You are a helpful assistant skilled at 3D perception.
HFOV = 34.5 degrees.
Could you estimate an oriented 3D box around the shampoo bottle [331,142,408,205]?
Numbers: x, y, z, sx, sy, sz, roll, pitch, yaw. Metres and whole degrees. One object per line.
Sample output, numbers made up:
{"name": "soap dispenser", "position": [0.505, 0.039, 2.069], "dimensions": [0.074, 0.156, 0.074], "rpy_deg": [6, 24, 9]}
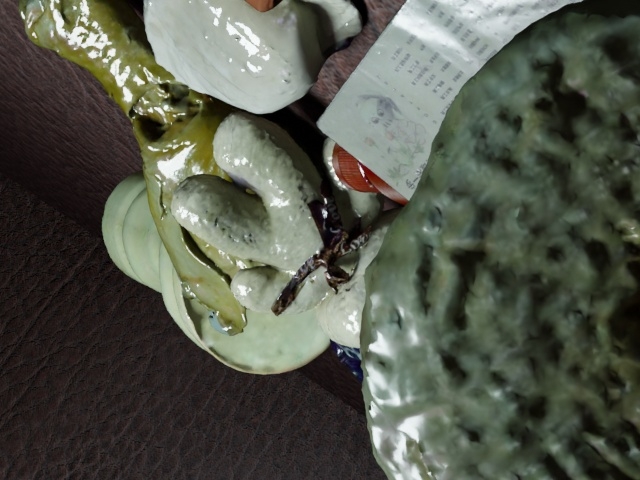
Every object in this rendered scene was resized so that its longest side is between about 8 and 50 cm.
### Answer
{"name": "shampoo bottle", "position": [0.094, -0.062, 0.799], "dimensions": [0.102, 0.064, 0.260], "rpy_deg": [43, 165, -23]}

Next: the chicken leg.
{"name": "chicken leg", "position": [-0.149, -0.110, 1.040], "dimensions": [0.429, 0.201, 0.153], "rpy_deg": [52, -156, -20]}

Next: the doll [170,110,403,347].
{"name": "doll", "position": [-0.003, 0.004, 0.962], "dimensions": [0.278, 0.149, 0.175], "rpy_deg": [31, 130, -19]}

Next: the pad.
{"name": "pad", "position": [0.105, -0.084, 0.625], "dimensions": [0.159, 0.009, 0.265], "rpy_deg": [39, 146, -3]}

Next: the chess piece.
{"name": "chess piece", "position": [-0.154, 0.010, 1.384], "dimensions": [0.234, 0.234, 0.442], "rpy_deg": [43, 170, -27]}

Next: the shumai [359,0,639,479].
{"name": "shumai", "position": [0.174, 0.024, 0.586], "dimensions": [0.263, 0.309, 0.304], "rpy_deg": [-39, -73, -79]}

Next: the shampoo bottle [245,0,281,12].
{"name": "shampoo bottle", "position": [-0.106, -0.245, 0.645], "dimensions": [0.244, 0.085, 0.085], "rpy_deg": [37, 167, 2]}

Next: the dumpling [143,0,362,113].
{"name": "dumpling", "position": [-0.060, -0.166, 0.768], "dimensions": [0.176, 0.092, 0.150], "rpy_deg": [24, 163, 43]}

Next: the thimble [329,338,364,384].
{"name": "thimble", "position": [0.131, 0.133, 1.199], "dimensions": [0.237, 0.150, 0.237], "rpy_deg": [36, 166, 10]}
